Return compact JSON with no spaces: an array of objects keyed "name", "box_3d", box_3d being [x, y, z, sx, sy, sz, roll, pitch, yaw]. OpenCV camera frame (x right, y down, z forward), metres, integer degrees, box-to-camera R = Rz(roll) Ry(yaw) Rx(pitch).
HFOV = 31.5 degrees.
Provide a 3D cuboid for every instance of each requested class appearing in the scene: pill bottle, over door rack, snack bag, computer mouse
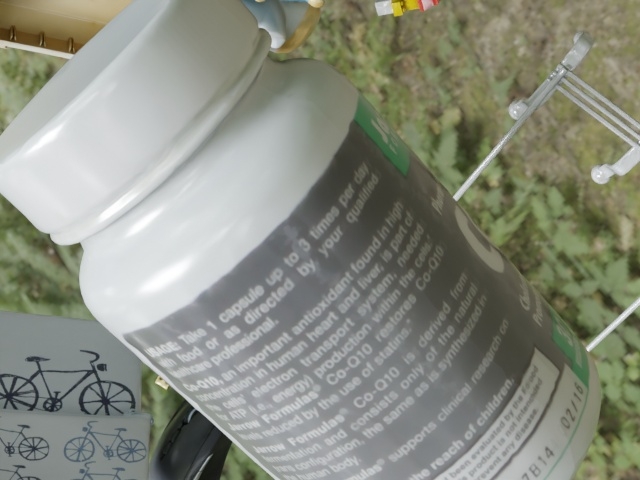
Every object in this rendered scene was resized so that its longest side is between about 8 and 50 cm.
[{"name":"pill bottle","box_3d":[-0.012,0.022,0.689,0.361,0.204,0.204,46,163,-21]},{"name":"over door rack","box_3d":[0.257,-0.024,1.165,0.239,0.108,0.324,38,117,2]},{"name":"snack bag","box_3d":[-0.342,0.190,1.236,0.342,0.323,0.037,-97,19,-48]},{"name":"computer mouse","box_3d":[-0.163,0.206,1.293,0.060,0.262,0.184,20,-175,-38]}]

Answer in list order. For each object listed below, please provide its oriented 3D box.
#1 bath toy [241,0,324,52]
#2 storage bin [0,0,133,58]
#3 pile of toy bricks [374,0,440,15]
[{"name":"bath toy","box_3d":[-0.114,-0.188,1.150,0.348,0.151,0.129,-43,57,38]},{"name":"storage bin","box_3d":[-0.334,-0.344,1.462,0.123,0.262,0.260,-108,34,-46]},{"name":"pile of toy bricks","box_3d":[0.113,-0.340,1.224,0.105,0.212,0.118,-7,129,18]}]
